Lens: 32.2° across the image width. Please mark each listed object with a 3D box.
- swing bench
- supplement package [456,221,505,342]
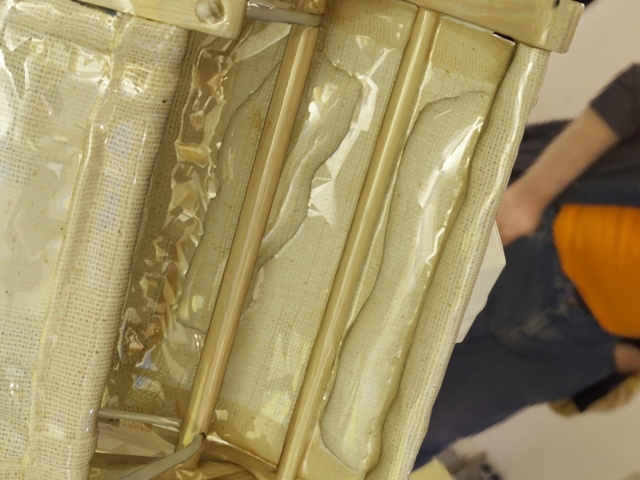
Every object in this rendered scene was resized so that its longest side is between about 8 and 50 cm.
[{"bbox_3d":[-0.074,-0.001,0.402,0.254,0.253,0.165,4,20,-41],"label":"swing bench"},{"bbox_3d":[0.000,0.000,1.057,0.292,0.177,0.175,-4,62,-10],"label":"supplement package"}]
